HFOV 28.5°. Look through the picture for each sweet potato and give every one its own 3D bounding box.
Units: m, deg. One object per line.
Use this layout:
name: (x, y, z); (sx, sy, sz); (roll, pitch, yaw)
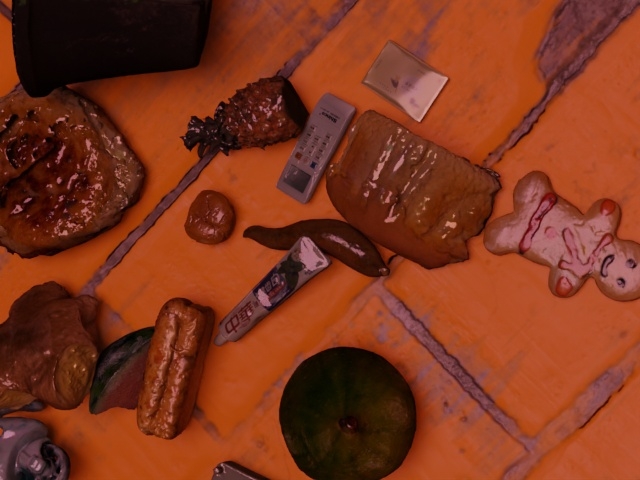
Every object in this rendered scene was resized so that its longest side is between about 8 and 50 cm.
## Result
sweet potato: (-0.001, -0.002, 1.842); (0.250, 0.059, 0.069); (15, 101, 23)

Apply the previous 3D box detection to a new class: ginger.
ginger: (-0.460, 0.167, 1.950); (0.270, 0.123, 0.218); (1, 65, 27)

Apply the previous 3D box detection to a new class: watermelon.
watermelon: (-0.297, 0.187, 1.937); (0.155, 0.080, 0.101); (-57, 38, 10)

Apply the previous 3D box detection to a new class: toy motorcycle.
toy motorcycle: (-0.515, 0.359, 1.955); (0.260, 0.154, 0.206); (-36, 54, 6)

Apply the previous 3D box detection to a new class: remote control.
remote control: (-0.005, -0.136, 1.862); (0.061, 0.029, 0.162); (34, 101, 30)

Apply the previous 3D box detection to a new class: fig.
fig: (0.024, 0.249, 1.726); (0.203, 0.235, 0.203); (0, 90, 14)

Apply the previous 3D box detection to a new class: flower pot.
flower pot: (-0.285, -0.379, 1.845); (0.251, 0.379, 0.379); (7, 89, -2)

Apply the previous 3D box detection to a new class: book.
book: (0.122, -0.232, 1.832); (0.111, 0.014, 0.077); (36, 99, 17)

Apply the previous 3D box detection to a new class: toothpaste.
toothpaste: (-0.079, 0.083, 1.855); (0.233, 0.038, 0.060); (-43, 81, 23)

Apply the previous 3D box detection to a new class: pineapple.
pineapple: (-0.121, -0.175, 1.868); (0.198, 0.108, 0.108); (-16, 82, 23)

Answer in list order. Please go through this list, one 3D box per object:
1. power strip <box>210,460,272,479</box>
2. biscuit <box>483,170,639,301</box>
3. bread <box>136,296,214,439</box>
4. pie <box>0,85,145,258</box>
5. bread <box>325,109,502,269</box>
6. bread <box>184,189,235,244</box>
power strip: (-0.079, 0.430, 1.840); (0.216, 0.061, 0.145); (22, 93, 19)
biscuit: (0.352, 0.004, 1.737); (0.234, 0.030, 0.153); (34, 100, 18)
bread: (-0.219, 0.190, 1.876); (0.083, 0.114, 0.211); (13, 91, 3)
pie: (-0.431, -0.114, 1.974); (0.308, 0.085, 0.308); (-1, 86, 19)
bread: (0.114, -0.075, 1.765); (0.252, 0.133, 0.174); (33, 95, 18)
bread: (-0.166, -0.032, 1.902); (0.083, 0.046, 0.081); (-41, 73, 13)
